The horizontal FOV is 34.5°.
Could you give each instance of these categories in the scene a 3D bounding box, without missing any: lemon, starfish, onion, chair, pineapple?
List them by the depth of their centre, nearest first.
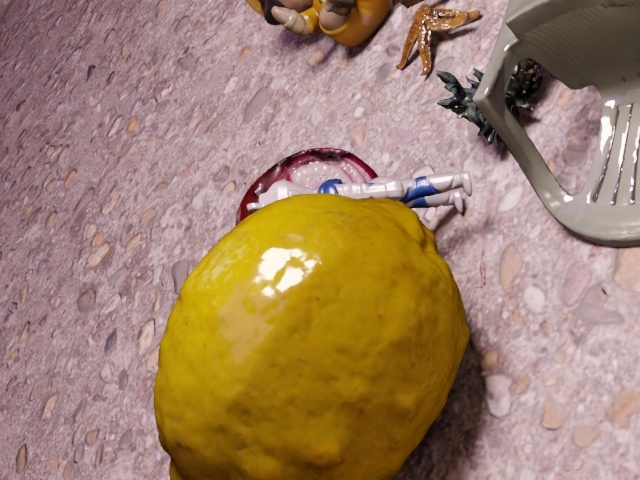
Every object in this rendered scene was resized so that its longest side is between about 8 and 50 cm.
[{"bbox_3d":[0.269,-0.161,0.913,0.203,0.190,0.274,-4,52,53],"label":"chair"},{"bbox_3d":[-0.016,0.108,0.953,0.316,0.285,0.285,-27,29,-16],"label":"lemon"},{"bbox_3d":[0.213,-0.208,1.074,0.221,0.103,0.083,-55,33,2],"label":"pineapple"},{"bbox_3d":[-0.002,0.003,1.168,0.173,0.198,0.135,-20,-7,-11],"label":"onion"},{"bbox_3d":[0.131,-0.271,1.291,0.133,0.041,0.130,-41,35,23],"label":"starfish"}]

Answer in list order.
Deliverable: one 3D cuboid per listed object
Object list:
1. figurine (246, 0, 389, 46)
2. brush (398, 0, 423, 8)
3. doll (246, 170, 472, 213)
[{"bbox_3d":[-0.008,-0.370,1.452,0.192,0.167,0.256,-45,58,12],"label":"figurine"},{"bbox_3d":[0.191,-0.334,1.249,0.248,0.043,0.036,-17,47,38],"label":"brush"},{"bbox_3d":[0.038,-0.038,1.064,0.114,0.227,0.057,87,180,-84],"label":"doll"}]
